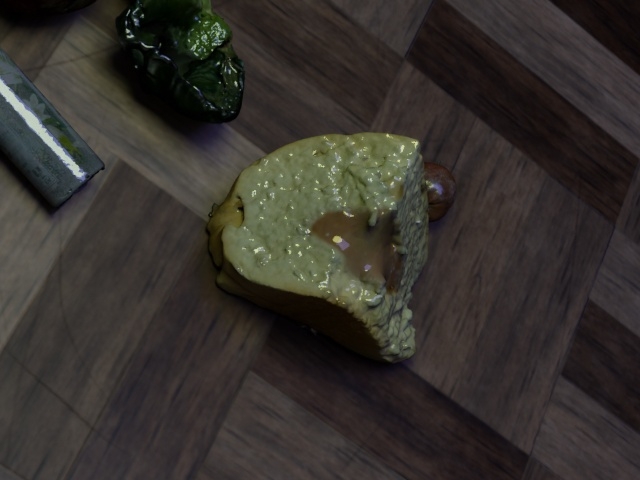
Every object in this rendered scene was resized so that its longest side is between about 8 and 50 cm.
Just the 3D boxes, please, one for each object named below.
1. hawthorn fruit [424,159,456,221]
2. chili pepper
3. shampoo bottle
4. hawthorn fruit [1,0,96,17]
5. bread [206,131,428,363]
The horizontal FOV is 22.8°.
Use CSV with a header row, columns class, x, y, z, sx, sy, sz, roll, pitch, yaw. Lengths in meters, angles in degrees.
class,x,y,z,sx,sy,sz,roll,pitch,yaw
hawthorn fruit,0.121,-0.060,1.750,0.067,0.067,0.103,51,27,-5
chili pepper,-0.147,-0.232,1.606,0.116,0.148,0.264,-11,77,-3
shampoo bottle,-0.296,-0.129,1.500,0.214,0.072,0.072,49,54,-7
hawthorn fruit,-0.284,-0.330,1.536,0.181,0.181,0.235,-17,62,-36
bread,-0.003,0.004,1.629,0.211,0.224,0.184,9,67,16
